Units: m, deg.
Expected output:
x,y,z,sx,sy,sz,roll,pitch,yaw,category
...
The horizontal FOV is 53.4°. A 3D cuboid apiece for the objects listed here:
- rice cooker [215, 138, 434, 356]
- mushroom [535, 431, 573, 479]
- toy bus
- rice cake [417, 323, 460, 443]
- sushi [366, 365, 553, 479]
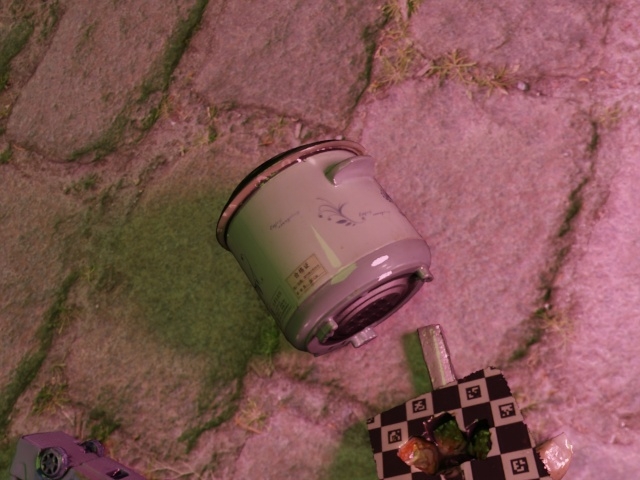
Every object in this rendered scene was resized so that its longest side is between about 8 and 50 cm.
x,y,z,sx,sy,sz,roll,pitch,yaw,category
0.000,0.000,0.941,0.317,0.264,0.316,16,112,44,rice cooker
0.249,0.329,0.850,0.209,0.084,0.071,-30,54,-1,mushroom
-0.335,0.411,0.979,0.330,0.109,0.135,18,88,22,toy bus
0.182,0.222,0.928,0.047,0.036,0.206,-20,66,19,rice cake
0.178,0.283,0.852,0.210,0.040,0.192,-24,36,10,sushi
